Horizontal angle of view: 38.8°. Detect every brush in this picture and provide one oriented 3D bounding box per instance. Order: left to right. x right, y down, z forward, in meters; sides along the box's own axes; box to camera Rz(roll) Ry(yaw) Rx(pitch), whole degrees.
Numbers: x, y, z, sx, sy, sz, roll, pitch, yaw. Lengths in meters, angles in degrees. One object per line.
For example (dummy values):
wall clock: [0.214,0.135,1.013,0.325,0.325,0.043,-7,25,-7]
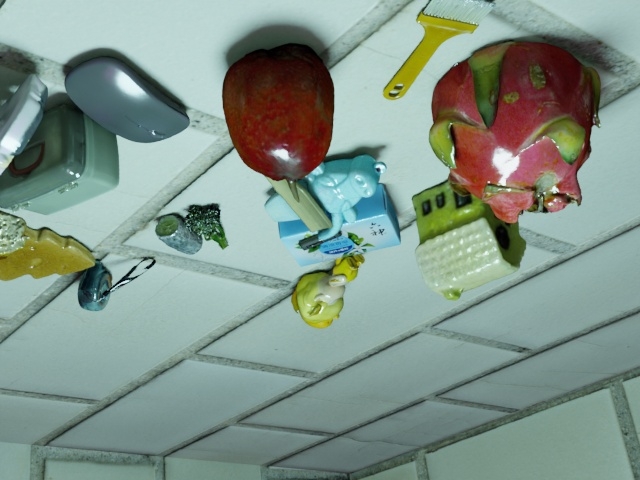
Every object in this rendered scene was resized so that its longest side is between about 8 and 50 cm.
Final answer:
brush: [-0.063,-0.114,1.682,0.054,0.048,0.282,-13,135,29]
brush: [0.171,-0.306,1.472,0.103,0.013,0.272,6,151,-22]

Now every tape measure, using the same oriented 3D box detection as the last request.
tape measure: [-0.451,0.104,2.035,0.180,0.104,0.107,-6,149,0]

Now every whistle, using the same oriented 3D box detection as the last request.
whistle: [0.009,-0.099,1.762,0.274,0.093,0.186,-21,123,30]

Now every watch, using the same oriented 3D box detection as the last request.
watch: [-0.568,-0.202,1.385,0.244,0.196,0.231,-28,125,35]

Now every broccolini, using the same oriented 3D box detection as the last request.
broccolini: [-0.222,-0.011,1.913,0.074,0.058,0.201,-5,153,12]

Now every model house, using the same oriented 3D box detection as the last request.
model house: [0.310,0.000,1.860,0.193,0.234,0.175,-25,148,35]

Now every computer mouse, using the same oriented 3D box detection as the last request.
computer mouse: [-0.312,-0.220,1.487,0.120,0.057,0.232,-18,150,22]

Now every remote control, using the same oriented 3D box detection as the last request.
remote control: [0.000,0.000,1.854,0.091,0.016,0.034,-21,142,24]

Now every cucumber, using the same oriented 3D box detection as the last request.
cucumber: [-0.292,-0.008,1.898,0.064,0.064,0.112,-17,151,20]

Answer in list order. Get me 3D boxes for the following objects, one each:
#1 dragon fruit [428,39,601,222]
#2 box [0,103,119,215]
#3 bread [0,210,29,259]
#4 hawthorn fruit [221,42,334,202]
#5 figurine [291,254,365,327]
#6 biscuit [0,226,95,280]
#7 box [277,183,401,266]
dragon fruit: [0.340,-0.167,1.553,0.305,0.226,0.305,-3,155,-2]
box: [-0.452,-0.130,1.541,0.210,0.148,0.129,-17,159,26]
bread: [-0.631,-0.011,1.634,0.185,0.109,0.380,16,169,-25]
hawthorn fruit: [-0.064,-0.184,1.444,0.189,0.251,0.189,-3,180,0]
figurine: [0.017,0.115,2.160,0.246,0.131,0.156,-51,171,35]
biscuit: [-0.597,0.026,1.926,0.238,0.041,0.212,6,145,-23]
box: [0.040,-0.030,1.908,0.232,0.083,0.142,-11,150,13]
